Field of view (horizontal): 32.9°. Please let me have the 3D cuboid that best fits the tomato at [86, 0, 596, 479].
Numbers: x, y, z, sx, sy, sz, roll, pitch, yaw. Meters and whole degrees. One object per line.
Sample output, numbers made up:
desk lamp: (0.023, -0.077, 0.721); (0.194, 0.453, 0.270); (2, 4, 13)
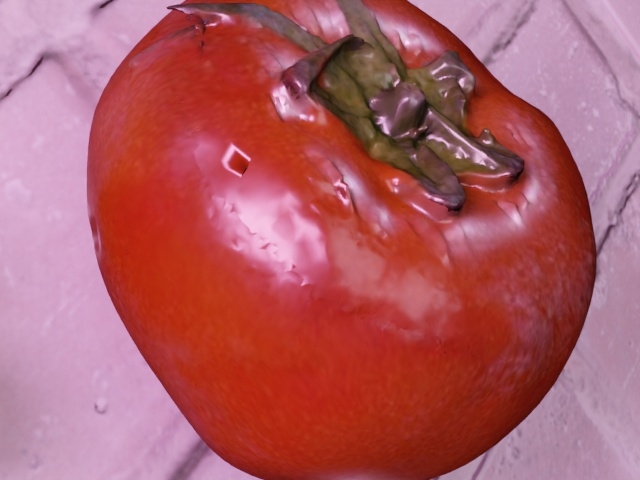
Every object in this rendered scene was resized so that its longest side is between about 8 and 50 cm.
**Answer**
tomato: (0.000, 0.000, 0.713); (0.342, 0.272, 0.341); (18, 43, -18)
